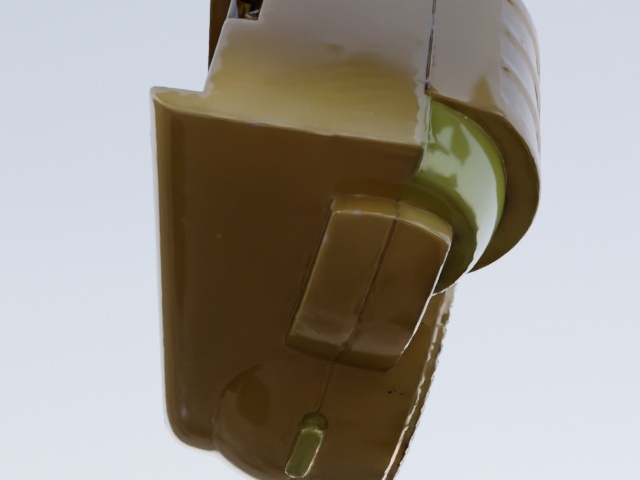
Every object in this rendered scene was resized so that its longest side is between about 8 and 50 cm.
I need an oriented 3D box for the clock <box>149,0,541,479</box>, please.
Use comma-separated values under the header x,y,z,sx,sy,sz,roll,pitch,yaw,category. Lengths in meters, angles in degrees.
x,y,z,sx,sy,sz,roll,pitch,yaw,category
0.000,0.000,0.810,0.200,0.244,0.317,14,-49,0,clock
